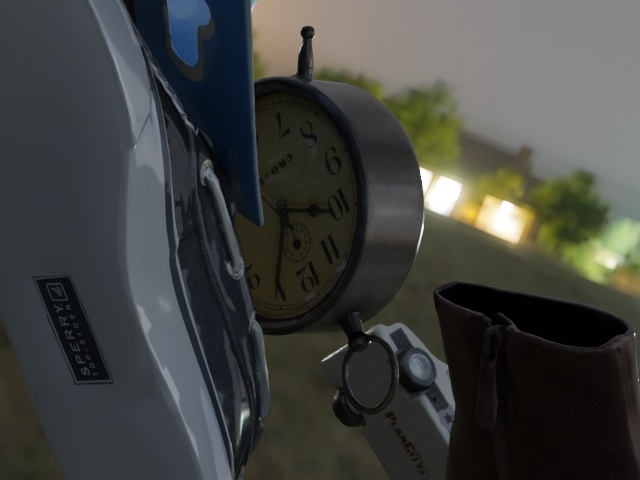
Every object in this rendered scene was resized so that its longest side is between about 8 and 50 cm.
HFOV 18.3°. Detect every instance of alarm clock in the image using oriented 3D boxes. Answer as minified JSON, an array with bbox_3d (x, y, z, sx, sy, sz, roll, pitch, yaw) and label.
[{"bbox_3d":[0.000,0.000,1.005,0.064,0.129,0.192,5,57,-44],"label":"alarm clock"}]

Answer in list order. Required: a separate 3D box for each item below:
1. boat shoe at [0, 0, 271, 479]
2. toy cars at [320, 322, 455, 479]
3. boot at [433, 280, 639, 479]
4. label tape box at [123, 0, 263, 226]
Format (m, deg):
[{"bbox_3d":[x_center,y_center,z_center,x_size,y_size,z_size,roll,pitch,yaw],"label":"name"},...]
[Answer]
[{"bbox_3d":[-0.085,-0.012,0.869,0.108,0.301,0.102,-2,28,30],"label":"boat shoe"},{"bbox_3d":[0.172,0.189,1.560,0.394,0.176,0.087,27,37,29],"label":"toy cars"},{"bbox_3d":[0.090,0.111,0.955,0.090,0.206,0.248,-26,20,-28],"label":"boot"},{"bbox_3d":[-0.109,-0.205,0.913,0.348,0.115,0.249,40,-27,28],"label":"label tape box"}]
